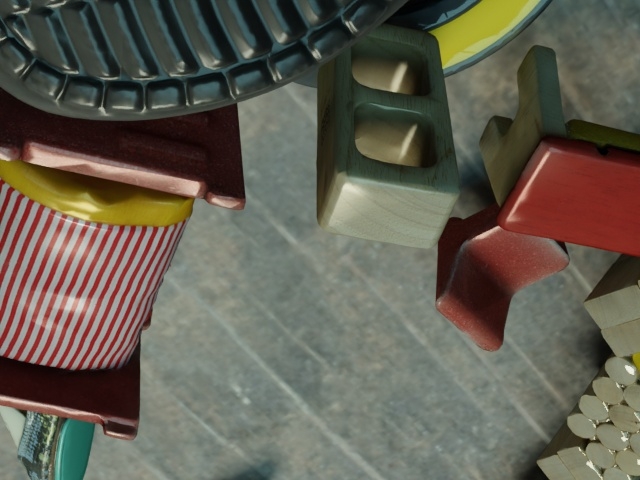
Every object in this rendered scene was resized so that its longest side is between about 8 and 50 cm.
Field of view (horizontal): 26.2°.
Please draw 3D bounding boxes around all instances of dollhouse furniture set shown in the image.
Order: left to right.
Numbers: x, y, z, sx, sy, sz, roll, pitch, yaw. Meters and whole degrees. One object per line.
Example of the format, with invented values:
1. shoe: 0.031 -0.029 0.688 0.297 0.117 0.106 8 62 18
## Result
1. dollhouse furniture set: 0.000 0.000 0.717 0.374 0.152 0.201 11 136 -14

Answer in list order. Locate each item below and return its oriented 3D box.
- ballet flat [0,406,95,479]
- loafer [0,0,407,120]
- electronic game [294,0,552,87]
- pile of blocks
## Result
1. ballet flat: -0.168 0.084 0.849 0.070 0.070 0.188 7 122 -14
2. loafer: 0.009 -0.171 0.585 0.366 0.130 0.134 -27 118 -2
3. electronic game: 0.030 -0.176 0.690 0.229 0.048 0.229 -4 127 -5
4. pile of blocks: 0.225 0.122 0.873 0.149 0.112 0.362 30 138 19
